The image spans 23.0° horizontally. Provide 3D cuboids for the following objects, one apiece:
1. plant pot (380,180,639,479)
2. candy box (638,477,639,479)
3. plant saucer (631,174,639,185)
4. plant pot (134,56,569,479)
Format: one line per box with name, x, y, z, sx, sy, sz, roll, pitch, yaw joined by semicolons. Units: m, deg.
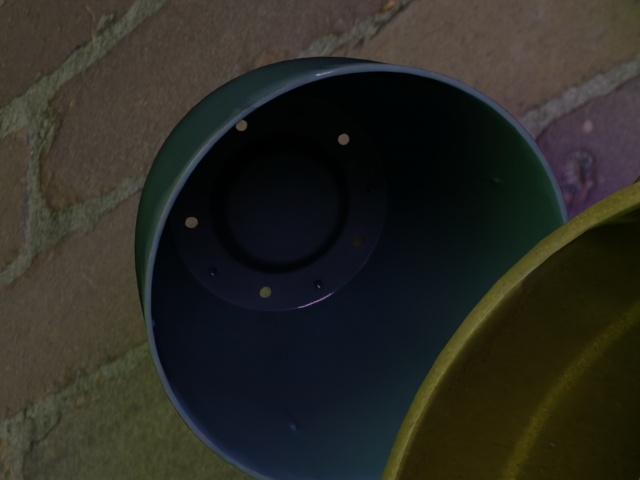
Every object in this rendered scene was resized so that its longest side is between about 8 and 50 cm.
plant pot;0.267;0.186;0.712;0.366;0.353;0.366;-20;60;38
candy box;0.176;0.087;0.547;0.109;0.053;0.186;34;99;46
plant saucer;0.273;0.033;0.956;0.241;0.037;0.241;-5;81;30
plant pot;0.000;0.000;1.129;0.293;0.293;0.235;-61;21;6
